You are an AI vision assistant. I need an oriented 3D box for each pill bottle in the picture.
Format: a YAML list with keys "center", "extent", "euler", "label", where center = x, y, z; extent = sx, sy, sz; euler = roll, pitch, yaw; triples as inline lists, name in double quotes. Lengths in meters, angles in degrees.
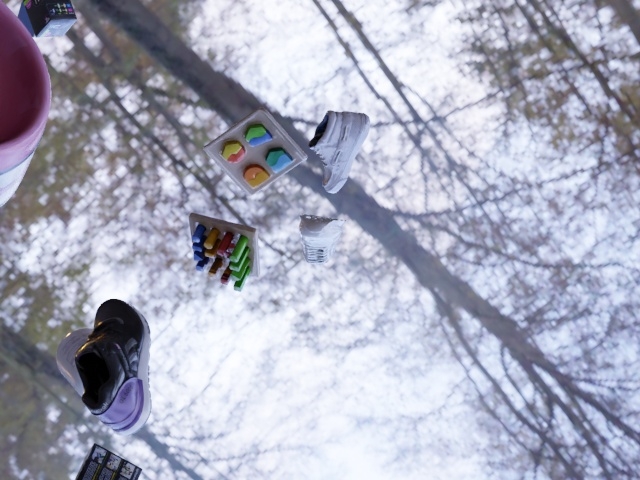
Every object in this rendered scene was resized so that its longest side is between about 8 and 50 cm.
- center: [-0.501, 0.294, 2.307]
  extent: [0.131, 0.131, 0.229]
  euler: [-47, -146, -11]
  label: "pill bottle"

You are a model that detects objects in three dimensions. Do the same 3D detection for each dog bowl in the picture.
- center: [-0.571, -0.230, 1.466]
  extent: [0.150, 0.408, 0.408]
  euler: [-34, -152, 36]
  label: "dog bowl"

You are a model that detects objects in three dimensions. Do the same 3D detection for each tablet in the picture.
- center: [-0.555, -0.420, 1.944]
  extent: [0.083, 0.006, 0.054]
  euler: [31, -74, 43]
  label: "tablet"

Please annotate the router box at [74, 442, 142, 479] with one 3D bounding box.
- center: [-0.496, 0.563, 2.339]
  extent: [0.046, 0.133, 0.179]
  euler: [-54, -170, 28]
  label: "router box"

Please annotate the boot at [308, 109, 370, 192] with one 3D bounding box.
- center: [0.023, -0.230, 2.590]
  extent: [0.095, 0.123, 0.258]
  euler: [-103, -151, -44]
  label: "boot"

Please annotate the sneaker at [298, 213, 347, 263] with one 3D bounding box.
- center: [0.000, 0.000, 1.949]
  extent: [0.235, 0.090, 0.095]
  euler: [28, 73, -83]
  label: "sneaker"

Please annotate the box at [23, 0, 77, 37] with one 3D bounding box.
- center: [-0.443, -0.381, 1.664]
  extent: [0.052, 0.083, 0.062]
  euler: [-15, 172, -42]
  label: "box"

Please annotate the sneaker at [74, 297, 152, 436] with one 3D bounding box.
- center: [-0.366, 0.192, 1.777]
  extent: [0.107, 0.124, 0.283]
  euler: [-31, -135, 12]
  label: "sneaker"

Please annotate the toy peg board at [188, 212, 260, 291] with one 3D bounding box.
- center: [-0.227, 0.034, 2.305]
  extent: [0.160, 0.161, 0.079]
  euler: [14, -130, 11]
  label: "toy peg board"

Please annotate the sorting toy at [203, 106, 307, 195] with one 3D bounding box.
- center: [-0.168, -0.222, 2.635]
  extent: [0.208, 0.193, 0.038]
  euler: [-31, -148, 21]
  label: "sorting toy"
